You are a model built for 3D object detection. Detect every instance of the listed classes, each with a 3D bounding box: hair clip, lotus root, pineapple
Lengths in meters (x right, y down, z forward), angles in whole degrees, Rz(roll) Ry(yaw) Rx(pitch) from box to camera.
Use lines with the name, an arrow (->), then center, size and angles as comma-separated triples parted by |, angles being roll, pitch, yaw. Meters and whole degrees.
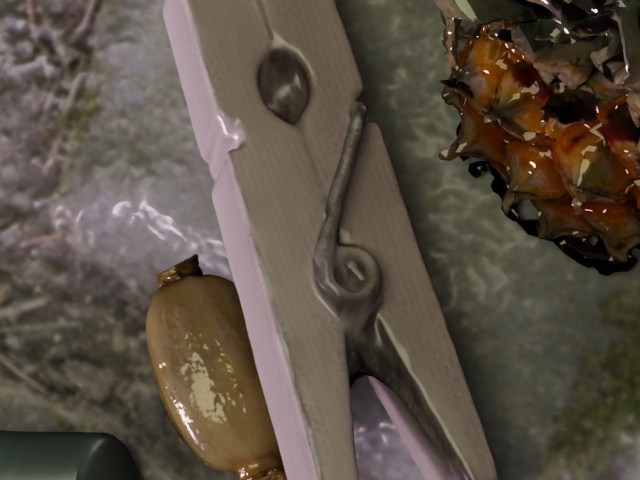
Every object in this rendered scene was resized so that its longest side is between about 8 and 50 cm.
hair clip -> 0.000, -0.002, 0.808 | 0.101, 0.085, 0.331 | -14, 77, -12
lotus root -> -0.053, 0.077, 0.837 | 0.150, 0.073, 0.062 | 65, 149, 13
pineapple -> 0.137, -0.118, 0.682 | 0.262, 0.271, 0.262 | -2, 84, 20

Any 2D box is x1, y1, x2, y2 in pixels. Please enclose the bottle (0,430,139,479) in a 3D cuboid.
bottle -> -0.248, 0.152, 0.893 | 0.286, 0.082, 0.082 | -3, 83, 20
